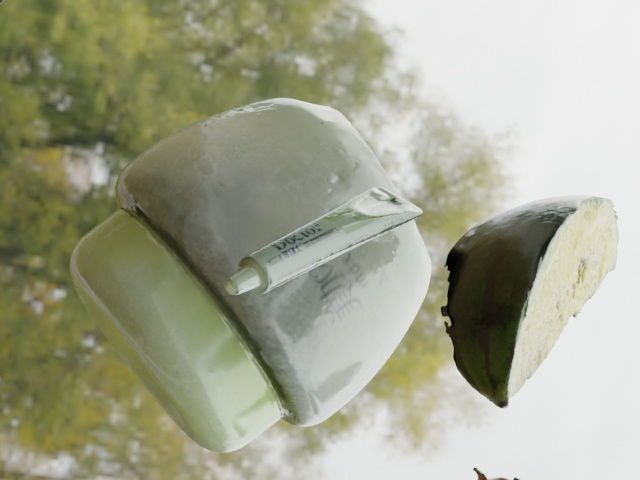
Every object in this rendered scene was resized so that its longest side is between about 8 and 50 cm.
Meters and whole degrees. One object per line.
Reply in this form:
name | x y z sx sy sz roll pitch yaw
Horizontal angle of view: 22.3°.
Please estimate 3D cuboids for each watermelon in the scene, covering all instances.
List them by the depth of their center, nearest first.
watermelon | 0.190 0.034 1.412 0.123 0.301 0.129 -18 -76 34

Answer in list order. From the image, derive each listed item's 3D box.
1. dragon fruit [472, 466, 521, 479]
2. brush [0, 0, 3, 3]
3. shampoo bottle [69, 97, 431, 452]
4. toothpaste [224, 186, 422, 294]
dragon fruit | 0.155 0.346 1.634 0.135 0.137 0.236 -8 -119 43
brush | -0.292 -0.206 1.331 0.193 0.063 0.016 -41 -149 36
shampoo bottle | -0.064 0.028 1.626 0.317 0.322 0.322 -38 -165 -15
toothpaste | 0.000 0.000 1.198 0.048 0.197 0.029 31 -51 29
